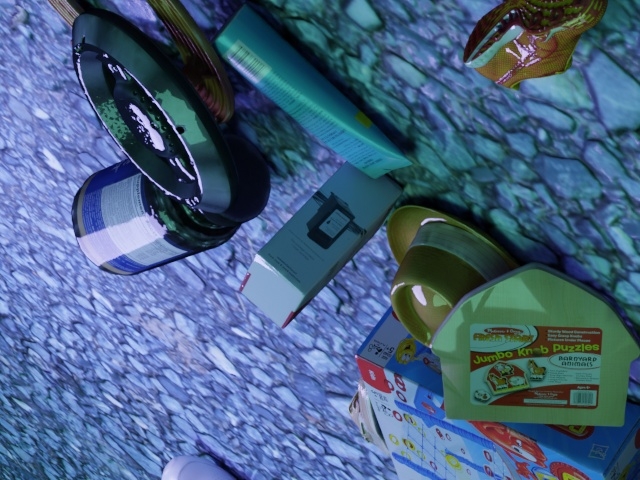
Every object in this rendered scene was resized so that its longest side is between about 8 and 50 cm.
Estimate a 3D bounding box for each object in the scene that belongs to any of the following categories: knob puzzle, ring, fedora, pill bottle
[{"bbox_3d":[0.199,0.092,1.659,0.213,0.030,0.213,4,130,5],"label":"knob puzzle"},{"bbox_3d":[-0.213,-0.227,1.697,0.336,0.032,0.336,41,165,14],"label":"ring"},{"bbox_3d":[0.122,0.052,1.716,0.194,0.079,0.194,32,156,16],"label":"fedora"},{"bbox_3d":[-0.155,-0.041,1.877,0.219,0.123,0.123,-18,120,47],"label":"pill bottle"}]

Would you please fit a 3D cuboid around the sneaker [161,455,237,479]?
[{"bbox_3d":[-0.097,0.414,2.667,0.305,0.114,0.152,39,143,-11],"label":"sneaker"}]

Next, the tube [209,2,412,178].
[{"bbox_3d":[-0.009,-0.129,1.630,0.207,0.052,0.080,41,164,-12],"label":"tube"}]

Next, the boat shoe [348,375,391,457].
[{"bbox_3d":[0.061,0.199,2.083,0.059,0.063,0.170,20,151,26],"label":"boat shoe"}]

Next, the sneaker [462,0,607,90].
[{"bbox_3d":[0.171,-0.157,1.324,0.067,0.064,0.175,24,165,-16],"label":"sneaker"}]

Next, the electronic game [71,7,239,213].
[{"bbox_3d":[-0.157,-0.120,1.685,0.229,0.048,0.229,43,159,21],"label":"electronic game"}]

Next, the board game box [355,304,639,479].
[{"bbox_3d":[0.208,0.232,1.901,0.302,0.086,0.308,24,152,31],"label":"board game box"}]

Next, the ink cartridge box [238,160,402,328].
[{"bbox_3d":[0.000,0.000,1.715,0.063,0.150,0.109,41,156,5],"label":"ink cartridge box"}]
